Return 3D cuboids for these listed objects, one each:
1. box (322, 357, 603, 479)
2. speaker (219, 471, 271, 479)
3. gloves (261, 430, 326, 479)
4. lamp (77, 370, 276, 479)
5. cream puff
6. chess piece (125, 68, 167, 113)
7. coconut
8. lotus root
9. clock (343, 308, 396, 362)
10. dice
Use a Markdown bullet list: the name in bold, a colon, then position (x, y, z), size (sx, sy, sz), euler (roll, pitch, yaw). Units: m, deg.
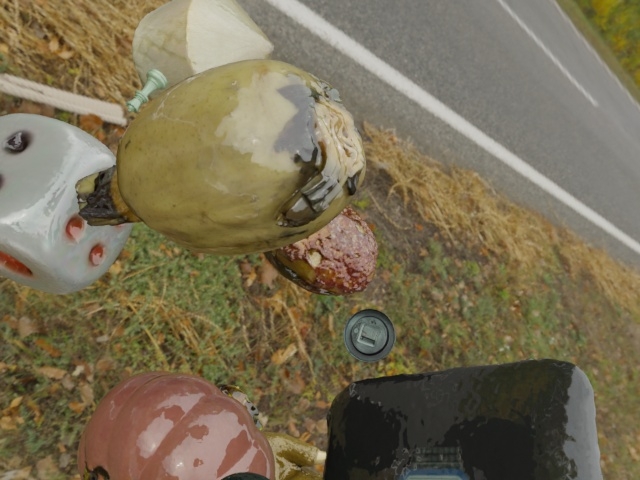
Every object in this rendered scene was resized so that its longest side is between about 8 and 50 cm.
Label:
- **box**: position (0.150, 0.316, 0.658), size (0.091, 0.358, 0.351), euler (47, 40, -39)
- **speaker**: position (-0.045, 0.227, 0.446), size (0.094, 0.076, 0.060), euler (4, 18, -17)
- **gloves**: position (-0.111, 0.636, 1.538), size (0.356, 0.155, 0.203), euler (19, 55, 18)
- **lamp**: position (-0.191, 0.320, 0.814), size (0.306, 0.305, 0.239), euler (56, 42, -4)
- **cream puff**: position (-0.001, -0.001, 1.063), size (0.239, 0.164, 0.240), euler (22, 29, -13)
- **chess piece**: position (-0.328, -0.275, 1.054), size (0.042, 0.042, 0.093), euler (42, 68, -23)
- **coconut**: position (-0.239, -0.395, 1.242), size (0.328, 0.328, 0.329), euler (31, 43, -34)
- **lotus root**: position (-0.109, -0.067, 0.556), size (0.182, 0.309, 0.183), euler (39, 45, -53)
- **clock**: position (0.078, 0.150, 0.890), size (0.017, 0.085, 0.085), euler (37, 33, -68)
- **dice**: position (-0.392, -0.048, 0.793), size (0.193, 0.193, 0.192), euler (78, 31, -58)
